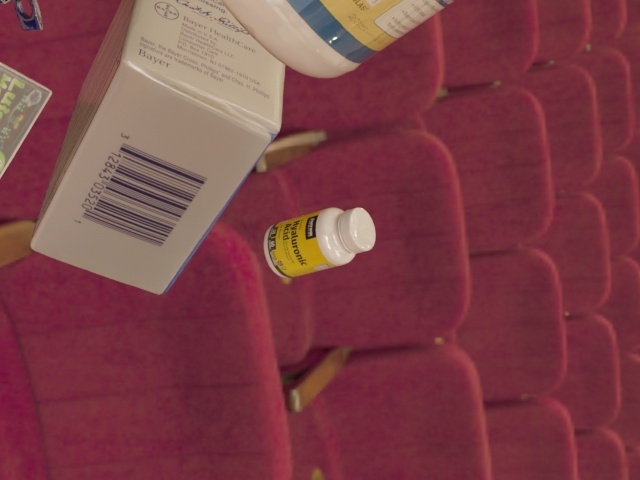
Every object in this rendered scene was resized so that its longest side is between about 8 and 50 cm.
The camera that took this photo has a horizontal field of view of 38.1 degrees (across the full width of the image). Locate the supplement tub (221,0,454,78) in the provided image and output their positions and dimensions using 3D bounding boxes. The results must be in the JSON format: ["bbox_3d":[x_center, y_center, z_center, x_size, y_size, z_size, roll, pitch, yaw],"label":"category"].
[{"bbox_3d":[0.042,-0.173,0.372,0.144,0.199,0.144,49,21,-27],"label":"supplement tub"}]

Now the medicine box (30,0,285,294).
[{"bbox_3d":[-0.154,-0.145,0.935,0.149,0.263,0.289,22,43,-20],"label":"medicine box"}]

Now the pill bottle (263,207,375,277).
[{"bbox_3d":[0.000,0.000,1.016,0.065,0.116,0.065,25,58,-48],"label":"pill bottle"}]

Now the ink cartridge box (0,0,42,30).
[{"bbox_3d":[-0.476,-0.447,1.177,0.151,0.270,0.395,-49,121,-13],"label":"ink cartridge box"}]

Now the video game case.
[{"bbox_3d":[-0.475,-0.157,1.271,0.190,0.022,0.173,-58,154,1],"label":"video game case"}]
